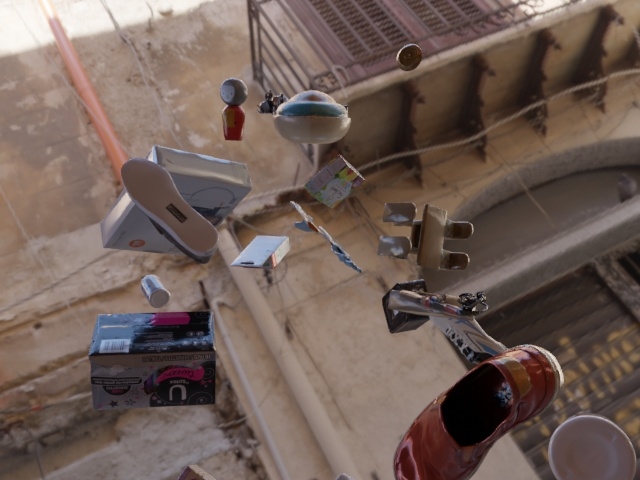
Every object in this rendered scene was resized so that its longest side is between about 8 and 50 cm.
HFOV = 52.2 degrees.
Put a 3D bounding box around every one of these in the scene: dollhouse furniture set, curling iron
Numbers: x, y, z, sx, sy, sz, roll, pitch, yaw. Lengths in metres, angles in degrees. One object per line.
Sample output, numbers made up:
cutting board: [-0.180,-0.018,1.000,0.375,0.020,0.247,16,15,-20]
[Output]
dollhouse furniture set: [0.256,0.044,1.445,0.212,0.242,0.161,15,-9,-40]
curling iron: [0.226,0.118,1.254,0.068,0.035,0.274,-16,5,-23]

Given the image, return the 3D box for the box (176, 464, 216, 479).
box: [-0.313,0.569,1.204,0.324,0.063,0.067,-54,-13,-13]

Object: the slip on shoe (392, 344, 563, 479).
slip on shoe: [0.194,0.260,0.919,0.101,0.123,0.331,2,-41,-38]

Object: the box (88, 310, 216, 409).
box: [-0.346,0.252,1.376,0.247,0.163,0.142,-1,-64,-11]

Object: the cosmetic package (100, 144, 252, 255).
cosmetic package: [-0.411,-0.096,1.837,0.284,0.097,0.377,9,-38,-37]

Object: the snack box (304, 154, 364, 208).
snack box: [0.033,-0.125,1.420,0.100,0.037,0.141,-40,-18,10]

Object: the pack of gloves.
pack of gloves: [0.000,0.000,1.549,0.046,0.232,0.195,-45,-68,3]

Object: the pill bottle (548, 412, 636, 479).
pill bottle: [0.577,0.451,1.390,0.161,0.161,0.283,-38,-24,11]

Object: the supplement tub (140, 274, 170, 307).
supplement tub: [-0.530,0.163,2.096,0.071,0.107,0.071,-15,-59,-27]

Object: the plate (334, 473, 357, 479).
plate: [0.085,0.641,1.263,0.277,0.278,0.045,-58,7,-8]

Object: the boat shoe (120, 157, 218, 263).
boat shoe: [-0.355,-0.065,1.530,0.108,0.301,0.102,-43,-9,-30]

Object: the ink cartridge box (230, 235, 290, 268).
ink cartridge box: [-0.104,0.029,1.149,0.115,0.063,0.029,-53,-41,-55]

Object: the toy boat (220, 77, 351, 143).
toy boat: [-0.084,-0.313,1.586,0.318,0.267,0.148,1,-79,-5]

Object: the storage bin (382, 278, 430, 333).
storage bin: [0.262,0.203,1.988,0.084,0.122,0.180,-7,-20,-15]

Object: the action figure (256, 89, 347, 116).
action figure: [-0.062,-0.387,1.989,0.285,0.099,0.185,9,0,11]

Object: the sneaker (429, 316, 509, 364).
sneaker: [0.369,0.249,1.635,0.086,0.237,0.085,-38,-22,-40]

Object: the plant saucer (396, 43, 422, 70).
plant saucer: [0.264,-0.552,1.964,0.083,0.083,0.015,-43,-24,20]
